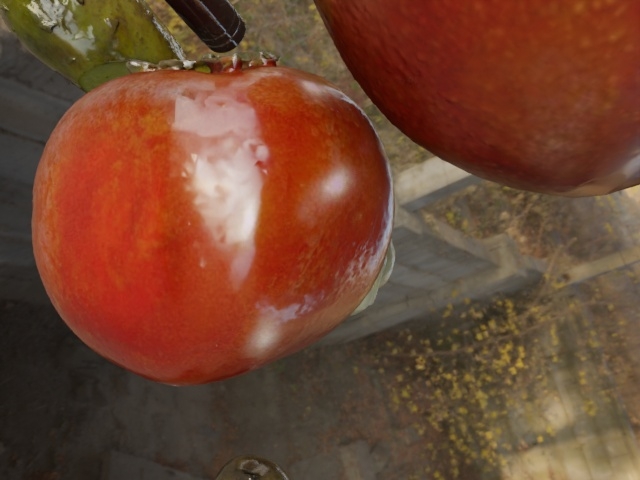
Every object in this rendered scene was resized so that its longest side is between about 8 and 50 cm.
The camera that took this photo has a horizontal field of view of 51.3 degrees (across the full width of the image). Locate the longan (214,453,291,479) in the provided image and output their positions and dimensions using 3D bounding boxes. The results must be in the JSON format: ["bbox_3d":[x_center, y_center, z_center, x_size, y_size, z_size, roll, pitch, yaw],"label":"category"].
[{"bbox_3d":[-0.083,0.316,0.830,0.092,0.113,0.113,-50,118,-28],"label":"longan"}]

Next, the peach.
[{"bbox_3d":[0.156,-0.219,0.433,0.388,0.388,0.388,45,31,-38],"label":"peach"}]

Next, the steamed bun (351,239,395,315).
[{"bbox_3d":[0.000,0.000,1.164,0.275,0.206,0.320,29,24,15],"label":"steamed bun"}]

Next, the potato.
[{"bbox_3d":[-0.301,-0.285,0.935,0.298,0.141,0.176,25,56,-36],"label":"potato"}]

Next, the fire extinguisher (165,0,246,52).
[{"bbox_3d":[-0.197,-0.361,0.908,0.089,0.072,0.267,51,6,26],"label":"fire extinguisher"}]

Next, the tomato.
[{"bbox_3d":[-0.099,-0.028,0.628,0.293,0.325,0.290,-24,117,-60],"label":"tomato"}]
